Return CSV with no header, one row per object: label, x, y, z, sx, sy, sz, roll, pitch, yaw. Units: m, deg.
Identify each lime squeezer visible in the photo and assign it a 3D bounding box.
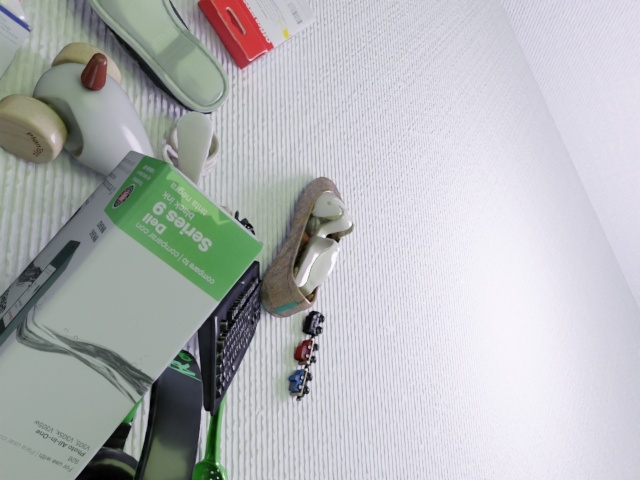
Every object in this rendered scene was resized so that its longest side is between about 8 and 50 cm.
lime squeezer,-0.164,0.334,0.673,0.109,0.059,0.310,92,19,-56

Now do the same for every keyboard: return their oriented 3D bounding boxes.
keyboard,-0.108,0.068,0.696,0.317,0.033,0.201,-84,171,-82

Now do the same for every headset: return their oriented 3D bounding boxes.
headset,-0.241,0.284,0.515,0.185,0.243,0.393,23,79,-28

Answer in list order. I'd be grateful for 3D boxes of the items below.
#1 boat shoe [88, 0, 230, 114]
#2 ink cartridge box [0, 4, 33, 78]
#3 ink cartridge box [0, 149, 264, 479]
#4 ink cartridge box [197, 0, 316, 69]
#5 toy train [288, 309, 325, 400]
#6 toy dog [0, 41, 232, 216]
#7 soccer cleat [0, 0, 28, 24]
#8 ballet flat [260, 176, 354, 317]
boat shoe,-0.253,-0.311,0.780,0.114,0.091,0.302,-38,110,-17
ink cartridge box,-0.448,-0.144,0.536,0.165,0.065,0.332,37,56,-33
ink cartridge box,-0.219,0.062,0.529,0.121,0.211,0.289,43,80,-29
ink cartridge box,-0.119,-0.398,0.953,0.134,0.078,0.231,56,45,-18
toy train,-0.024,0.191,0.911,0.036,0.027,0.158,33,55,-32
toy dog,-0.225,-0.124,0.694,0.334,0.161,0.219,21,64,-41
soccer cleat,-0.433,-0.304,0.608,0.196,0.068,0.076,40,66,-29
ballet flat,0.000,0.000,0.936,0.107,0.106,0.315,44,50,-29
